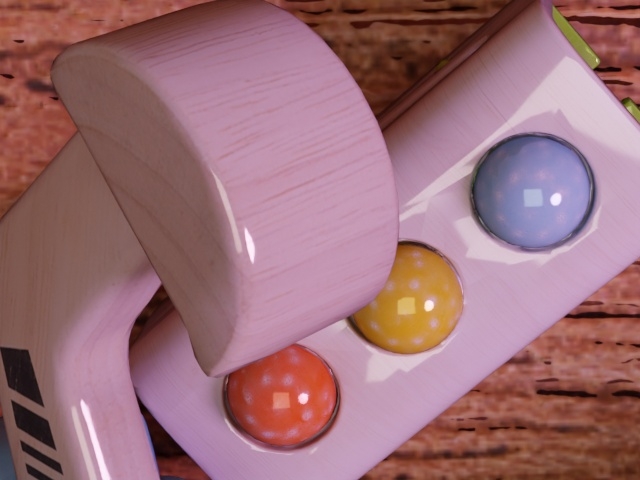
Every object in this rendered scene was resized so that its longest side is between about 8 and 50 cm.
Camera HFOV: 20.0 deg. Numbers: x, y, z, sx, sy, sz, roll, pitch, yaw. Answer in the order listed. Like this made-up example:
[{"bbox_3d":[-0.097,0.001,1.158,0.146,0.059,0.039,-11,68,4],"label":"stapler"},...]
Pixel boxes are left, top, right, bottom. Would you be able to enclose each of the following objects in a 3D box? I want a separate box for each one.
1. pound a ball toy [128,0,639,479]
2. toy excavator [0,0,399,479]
[{"bbox_3d":[0.000,0.000,0.895,0.319,0.136,0.208,-39,100,15],"label":"pound a ball toy"},{"bbox_3d":[-0.114,0.134,0.808,0.433,0.222,0.445,0,109,49],"label":"toy excavator"}]
